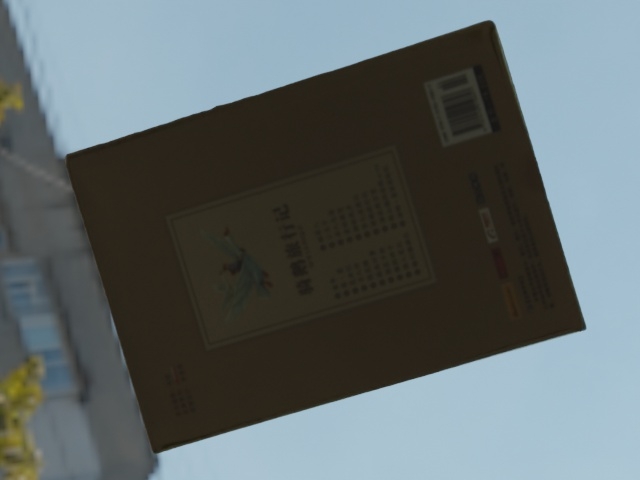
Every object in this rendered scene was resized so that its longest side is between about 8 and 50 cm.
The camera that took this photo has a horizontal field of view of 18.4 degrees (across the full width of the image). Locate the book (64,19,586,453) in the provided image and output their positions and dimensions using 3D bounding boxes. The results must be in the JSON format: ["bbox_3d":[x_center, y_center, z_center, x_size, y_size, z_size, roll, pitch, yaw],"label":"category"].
[{"bbox_3d":[0.000,0.000,1.328,0.021,0.310,0.217,-17,91,-80],"label":"book"}]
